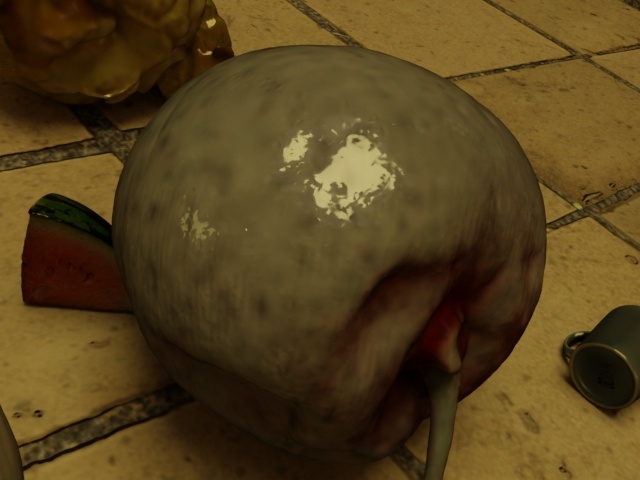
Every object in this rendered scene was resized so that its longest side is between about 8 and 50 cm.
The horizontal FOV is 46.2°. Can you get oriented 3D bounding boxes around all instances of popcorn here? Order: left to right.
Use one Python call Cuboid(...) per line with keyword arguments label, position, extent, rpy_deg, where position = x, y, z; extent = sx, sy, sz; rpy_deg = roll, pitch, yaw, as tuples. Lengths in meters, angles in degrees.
Cuboid(label="popcorn", position=(-0.233, -0.277, 0.837), extent=(0.332, 0.265, 0.225), rpy_deg=(13, 28, -38))

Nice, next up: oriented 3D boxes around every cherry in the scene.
Cuboid(label="cherry", position=(-0.008, 0.001, 0.555), extent=(0.334, 0.291, 0.326), rpy_deg=(24, 19, 14))

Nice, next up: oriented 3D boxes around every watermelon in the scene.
Cuboid(label="watermelon", position=(-0.213, 0.011, 0.614), extent=(0.094, 0.135, 0.125), rpy_deg=(-41, 64, -9))

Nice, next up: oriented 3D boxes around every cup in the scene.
Cuboid(label="cup", position=(0.275, 0.110, 0.712), extent=(0.077, 0.078, 0.100), rpy_deg=(-25, 20, -37))

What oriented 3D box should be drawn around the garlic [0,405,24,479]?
Cuboid(label="garlic", position=(-0.292, 0.104, 0.318), extent=(0.317, 0.317, 0.259), rpy_deg=(35, 78, 21))
